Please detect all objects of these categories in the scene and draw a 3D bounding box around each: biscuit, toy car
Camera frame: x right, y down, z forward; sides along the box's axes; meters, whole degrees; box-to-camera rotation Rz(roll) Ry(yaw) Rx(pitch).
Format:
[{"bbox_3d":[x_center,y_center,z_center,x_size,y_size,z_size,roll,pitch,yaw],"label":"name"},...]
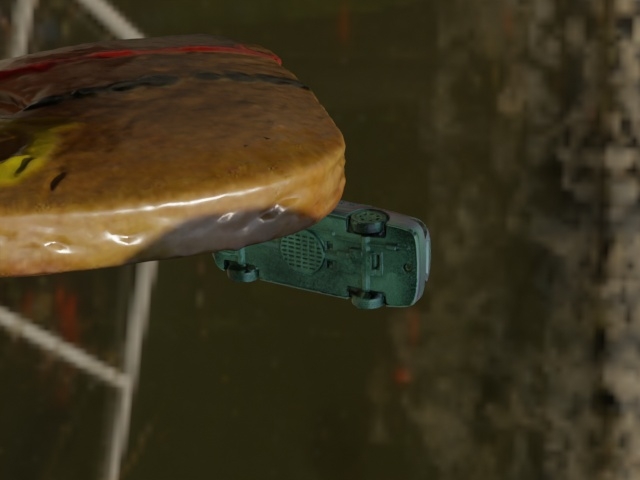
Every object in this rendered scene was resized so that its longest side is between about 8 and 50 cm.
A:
[{"bbox_3d":[-0.128,-0.057,1.014,0.277,0.262,0.052,-120,-152,-65],"label":"biscuit"},{"bbox_3d":[0.000,0.000,1.865,0.076,0.224,0.090,-39,134,-53],"label":"toy car"}]
